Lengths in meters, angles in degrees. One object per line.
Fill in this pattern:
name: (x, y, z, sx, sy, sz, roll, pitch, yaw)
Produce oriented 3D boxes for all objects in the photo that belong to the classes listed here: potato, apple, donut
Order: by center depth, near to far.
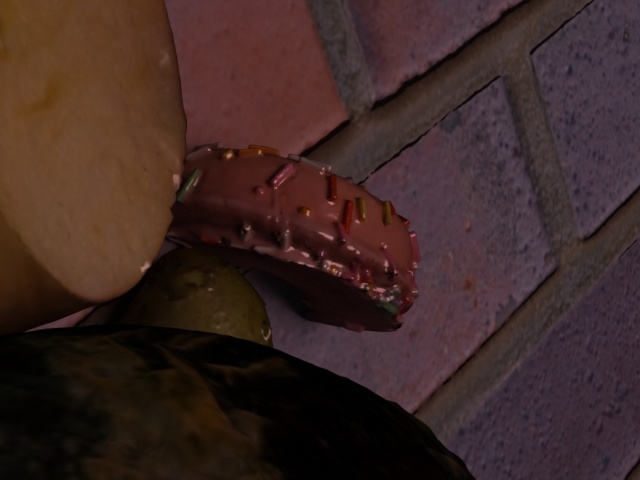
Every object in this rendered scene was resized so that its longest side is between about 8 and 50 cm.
apple: (-0.200, -0.067, 0.610, 0.293, 0.163, 0.251, -14, 90, -63)
potato: (-0.076, 0.094, 0.818, 0.105, 0.085, 0.188, 21, 68, -25)
donut: (0.000, 0.000, 0.884, 0.166, 0.117, 0.065, 33, 69, -45)

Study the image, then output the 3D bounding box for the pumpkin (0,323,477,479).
pumpkin: (-0.094, 0.241, 0.564, 0.454, 0.344, 0.454, -56, 166, -22)
